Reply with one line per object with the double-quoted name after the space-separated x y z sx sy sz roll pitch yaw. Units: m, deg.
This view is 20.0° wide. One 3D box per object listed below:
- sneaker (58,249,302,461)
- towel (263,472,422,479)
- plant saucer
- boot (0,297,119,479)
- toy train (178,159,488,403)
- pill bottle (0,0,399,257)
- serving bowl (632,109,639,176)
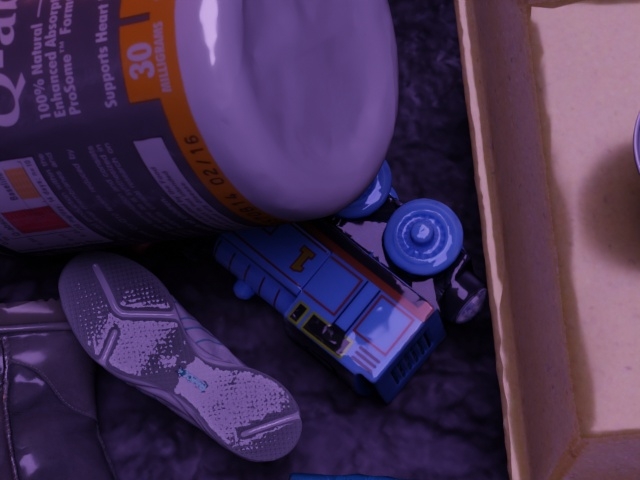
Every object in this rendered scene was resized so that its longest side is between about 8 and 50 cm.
-0.077 0.065 0.953 0.152 0.061 0.054 41 80 3 "sneaker"
0.137 0.258 0.848 0.370 0.040 0.271 5 80 5 "towel"
0.243 -0.026 0.961 0.332 0.081 0.333 -5 81 -3 "plant saucer"
-0.182 0.140 0.931 0.189 0.076 0.209 -8 75 -4 "boot"
0.000 0.000 0.978 0.184 0.080 0.105 38 81 16 "toy train"
-0.113 -0.076 0.909 0.278 0.162 0.162 -7 64 33 "pill bottle"
0.195 -0.046 0.909 0.083 0.027 0.083 0 81 -1 "serving bowl"
